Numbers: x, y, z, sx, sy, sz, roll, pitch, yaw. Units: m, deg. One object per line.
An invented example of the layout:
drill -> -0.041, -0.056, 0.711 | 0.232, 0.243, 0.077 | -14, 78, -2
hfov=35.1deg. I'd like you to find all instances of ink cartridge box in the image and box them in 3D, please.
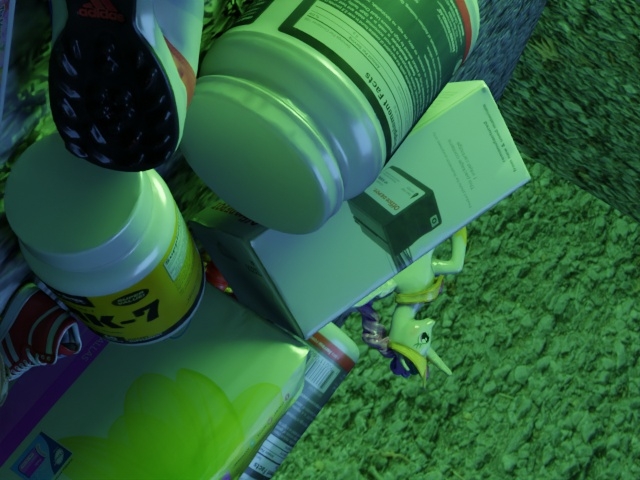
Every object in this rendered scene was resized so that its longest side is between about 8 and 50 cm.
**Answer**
ink cartridge box -> 0.036, -0.043, 1.117 | 0.307, 0.129, 0.223 | -34, -162, -15

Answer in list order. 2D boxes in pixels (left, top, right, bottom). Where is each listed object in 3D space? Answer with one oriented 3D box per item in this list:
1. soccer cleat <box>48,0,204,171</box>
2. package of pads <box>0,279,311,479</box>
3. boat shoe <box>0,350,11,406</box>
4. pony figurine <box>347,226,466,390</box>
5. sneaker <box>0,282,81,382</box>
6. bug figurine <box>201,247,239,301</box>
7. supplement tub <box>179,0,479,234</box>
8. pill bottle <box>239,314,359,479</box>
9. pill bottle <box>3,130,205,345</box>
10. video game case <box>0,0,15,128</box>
soccer cleat -> -0.113, -0.184, 0.598 | 0.318, 0.109, 0.116 | 102, -5, -49
package of pads -> -0.172, 0.168, 0.984 | 0.296, 0.229, 0.101 | -52, 169, -29
boat shoe -> -0.281, 0.121, 0.824 | 0.048, 0.056, 0.153 | -61, 177, -45
pony figurine -> 0.092, 0.050, 1.766 | 0.303, 0.351, 0.363 | 44, 60, -84
sneaker -> -0.249, 0.101, 0.866 | 0.118, 0.067, 0.042 | -61, 169, 20
bug figurine -> -0.113, 0.046, 1.357 | 0.216, 0.072, 0.279 | -63, 169, 30
supplement tub -> 0.009, -0.158, 0.946 | 0.272, 0.191, 0.191 | -52, 169, -27
pill bottle -> -0.125, 0.248, 1.516 | 0.363, 0.210, 0.210 | -52, 170, -7
pill bottle -> -0.165, 0.001, 0.793 | 0.119, 0.119, 0.208 | -55, 164, -15
video game case -> -0.234, -0.060, 0.574 | 0.143, 0.019, 0.157 | -47, 165, -47
